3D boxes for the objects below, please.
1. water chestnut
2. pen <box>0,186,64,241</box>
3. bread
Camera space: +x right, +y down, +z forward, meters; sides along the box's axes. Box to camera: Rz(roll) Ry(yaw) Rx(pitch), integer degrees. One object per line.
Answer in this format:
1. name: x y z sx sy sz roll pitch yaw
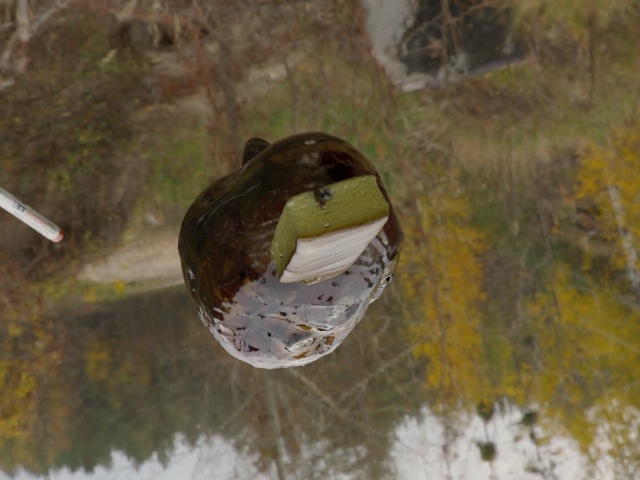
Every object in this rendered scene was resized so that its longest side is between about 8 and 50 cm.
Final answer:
1. water chestnut: -0.038 0.004 1.202 0.289 0.244 0.289 -55 173 -11
2. pen: -0.437 -0.044 1.504 0.026 0.026 0.218 -14 158 10
3. bread: 0.000 0.000 0.944 0.088 0.049 0.226 -19 169 -13
